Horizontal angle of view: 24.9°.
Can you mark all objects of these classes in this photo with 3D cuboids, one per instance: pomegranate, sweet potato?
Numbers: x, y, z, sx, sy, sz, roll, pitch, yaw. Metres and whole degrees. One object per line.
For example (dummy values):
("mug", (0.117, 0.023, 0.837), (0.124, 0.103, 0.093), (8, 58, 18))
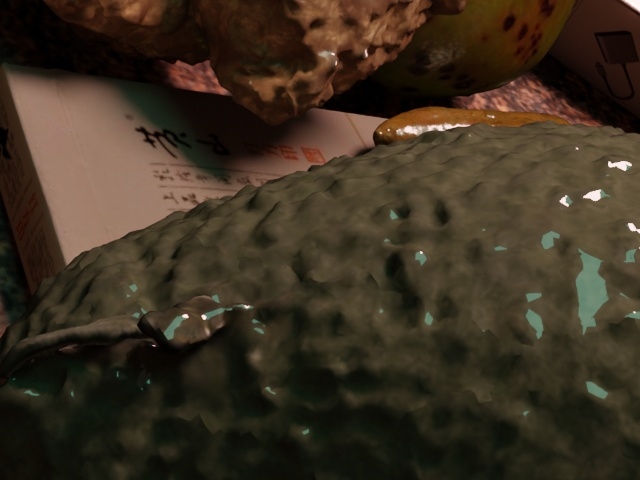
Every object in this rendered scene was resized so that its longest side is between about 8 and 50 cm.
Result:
("pomegranate", (0.078, -0.210, 1.026), (0.231, 0.231, 0.286), (38, 15, 4))
("sweet potato", (0.112, -0.057, 0.910), (0.182, 0.053, 0.054), (6, 48, -35))

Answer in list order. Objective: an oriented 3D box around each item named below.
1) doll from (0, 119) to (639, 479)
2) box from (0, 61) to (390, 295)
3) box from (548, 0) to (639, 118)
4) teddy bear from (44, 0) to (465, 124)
("doll", (0.038, 0.075, 0.602), (0.349, 0.247, 0.247), (-4, 43, -1))
("box", (-0.001, 0.001, 0.841), (0.365, 0.051, 0.205), (6, 44, -35))
("box", (0.225, -0.173, 1.158), (0.247, 0.129, 0.033), (37, 69, 2))
("teddy bear", (-0.086, -0.206, 0.821), (0.246, 0.222, 0.296), (-43, 110, -43))
